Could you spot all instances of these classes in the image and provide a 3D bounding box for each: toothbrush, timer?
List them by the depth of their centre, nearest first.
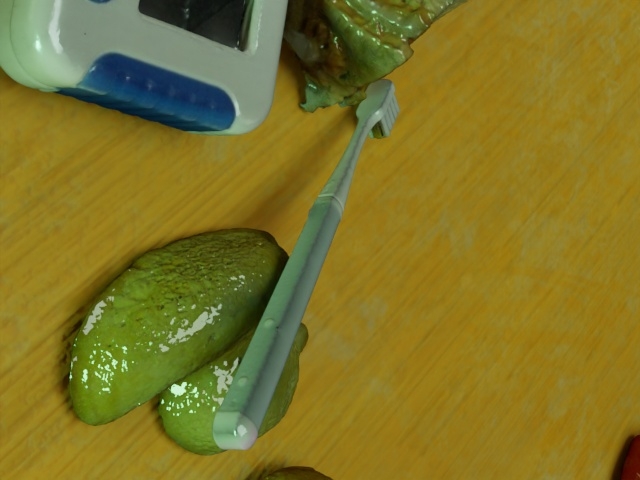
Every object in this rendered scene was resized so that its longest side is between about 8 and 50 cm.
[{"bbox_3d":[-0.093,-0.197,0.644,0.178,0.078,0.253,14,83,-48],"label":"timer"},{"bbox_3d":[-0.001,-0.002,0.720,0.030,0.025,0.342,65,32,-33],"label":"toothbrush"}]

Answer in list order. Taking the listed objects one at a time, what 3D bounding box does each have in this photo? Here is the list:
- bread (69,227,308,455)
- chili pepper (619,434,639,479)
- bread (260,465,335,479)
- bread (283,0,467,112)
[{"bbox_3d":[-0.068,0.075,0.697,0.187,0.065,0.149,-21,112,-45],"label":"bread"},{"bbox_3d":[0.324,0.276,1.115,0.071,0.063,0.272,33,71,-28],"label":"chili pepper"},{"bbox_3d":[0.027,0.257,0.785,0.102,0.094,0.245,-51,125,-20],"label":"bread"},{"bbox_3d":[0.029,-0.187,0.760,0.147,0.127,0.152,-44,104,-35],"label":"bread"}]
